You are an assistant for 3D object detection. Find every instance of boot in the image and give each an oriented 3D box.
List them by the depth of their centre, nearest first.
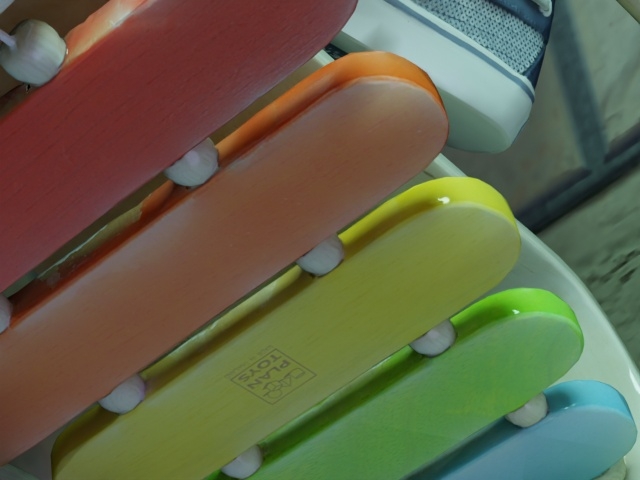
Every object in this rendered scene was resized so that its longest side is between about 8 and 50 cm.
[{"bbox_3d":[-0.001,-0.102,0.466,0.190,0.069,0.086,28,75,-37],"label":"boot"}]

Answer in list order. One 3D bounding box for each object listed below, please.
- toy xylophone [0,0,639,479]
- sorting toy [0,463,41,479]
[{"bbox_3d":[0.000,0.000,0.436,0.323,0.081,0.236,28,124,-36],"label":"toy xylophone"},{"bbox_3d":[-0.127,0.106,0.480,0.083,0.045,0.075,0,116,-32],"label":"sorting toy"}]
